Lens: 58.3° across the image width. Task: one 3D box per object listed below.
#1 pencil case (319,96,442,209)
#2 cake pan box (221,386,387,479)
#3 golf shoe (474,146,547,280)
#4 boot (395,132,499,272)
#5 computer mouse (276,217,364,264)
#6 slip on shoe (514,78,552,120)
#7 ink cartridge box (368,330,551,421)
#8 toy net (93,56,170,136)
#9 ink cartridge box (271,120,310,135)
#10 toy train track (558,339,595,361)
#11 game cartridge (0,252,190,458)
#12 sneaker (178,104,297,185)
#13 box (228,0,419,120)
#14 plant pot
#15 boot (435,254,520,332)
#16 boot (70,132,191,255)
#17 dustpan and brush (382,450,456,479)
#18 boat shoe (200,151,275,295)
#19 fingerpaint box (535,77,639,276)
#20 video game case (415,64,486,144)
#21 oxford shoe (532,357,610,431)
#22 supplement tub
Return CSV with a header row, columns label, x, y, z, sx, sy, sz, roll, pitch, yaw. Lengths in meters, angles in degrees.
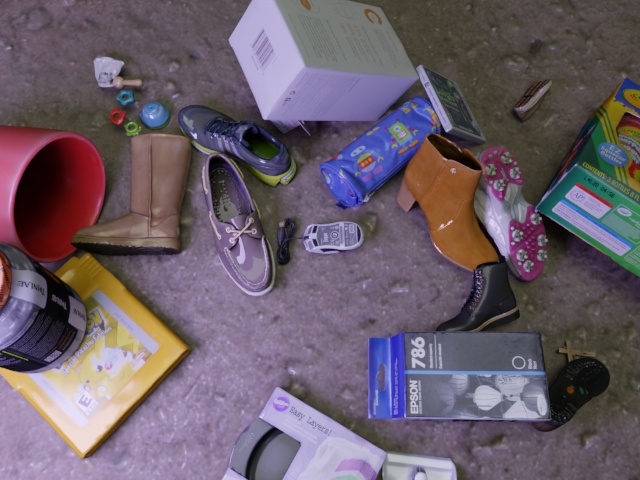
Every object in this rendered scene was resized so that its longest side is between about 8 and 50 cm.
label,x,y,z,sx,sy,sz,roll,pitch,yaw
pencil case,0.143,-0.198,1.300,0.306,0.119,0.133,-39,75,-15
cake pan box,-0.042,0.448,1.098,0.266,0.070,0.246,30,70,8
golf shoe,0.404,-0.055,1.280,0.115,0.140,0.306,-23,96,-23
boot,0.297,-0.075,1.212,0.295,0.211,0.104,43,56,12
computer mouse,0.000,0.000,1.268,0.192,0.042,0.106,-1,66,2
slip on shoe,0.530,-0.349,1.418,0.135,0.051,0.041,-46,119,-24
ink cartridge box,0.254,0.259,1.093,0.332,0.065,0.166,-2,69,7
toy net,-0.467,-0.338,1.357,0.122,0.045,0.232,-42,77,-13
ink cartridge box,-0.098,-0.329,1.328,0.067,0.115,0.198,-27,73,11
toy train track,0.548,0.242,1.230,0.083,0.014,0.048,8,64,-6
game cartridge,-0.477,0.218,1.160,0.323,0.053,0.285,40,74,9
sneaker,-0.187,-0.237,1.294,0.299,0.121,0.111,25,71,5
box,0.012,-0.397,1.255,0.345,0.168,0.215,-9,68,-41
plant pot,-0.623,-0.114,1.168,0.243,0.275,0.275,16,71,12
boot,0.316,0.121,1.201,0.197,0.077,0.137,-18,100,-21
boot,-0.409,-0.103,1.260,0.236,0.089,0.270,3,71,-15
dustpan and brush,0.186,0.519,1.088,0.147,0.060,0.211,7,70,-1
boat shoe,-0.182,-0.038,1.239,0.116,0.097,0.325,-17,73,-9
fingerpaint box,0.752,-0.096,1.229,0.444,0.163,0.371,37,56,9
video game case,0.307,-0.314,1.335,0.022,0.190,0.173,-33,70,34
oxford shoe,0.504,0.312,1.172,0.227,0.096,0.083,-23,59,-29
supplement tub,-0.555,0.118,1.004,0.193,0.316,0.194,1,70,-2
